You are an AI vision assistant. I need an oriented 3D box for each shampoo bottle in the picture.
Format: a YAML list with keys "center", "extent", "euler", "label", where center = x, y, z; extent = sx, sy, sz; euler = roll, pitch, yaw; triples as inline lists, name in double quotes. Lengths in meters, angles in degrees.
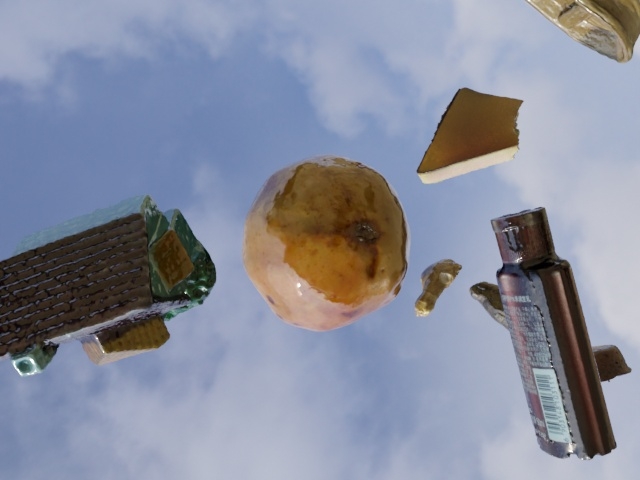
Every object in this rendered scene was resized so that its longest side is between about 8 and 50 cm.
- center: [0.300, 0.119, 0.984]
  extent: [0.084, 0.129, 0.323]
  euler: [-15, -89, -17]
  label: "shampoo bottle"

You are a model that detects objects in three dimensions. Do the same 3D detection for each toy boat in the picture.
- center: [0.351, -0.314, 0.979]
  extent: [0.188, 0.061, 0.116]
  euler: [37, -178, -6]
  label: "toy boat"

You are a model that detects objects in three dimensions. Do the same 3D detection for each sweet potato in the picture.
- center: [0.387, 0.175, 1.342]
  extent: [0.112, 0.085, 0.286]
  euler: [-41, -100, -10]
  label: "sweet potato"

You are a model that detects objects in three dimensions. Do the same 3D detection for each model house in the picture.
- center: [-0.320, 0.100, 1.110]
  extent: [0.249, 0.280, 0.230]
  euler: [-94, -18, -58]
  label: "model house"

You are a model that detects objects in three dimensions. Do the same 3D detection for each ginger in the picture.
- center: [0.258, 0.105, 1.729]
  extent: [0.165, 0.096, 0.067]
  euler: [-49, -66, -18]
  label: "ginger"

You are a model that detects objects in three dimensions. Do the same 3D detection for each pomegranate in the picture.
- center: [0.000, 0.000, 1.608]
  extent: [0.410, 0.410, 0.410]
  euler: [19, -127, -27]
  label: "pomegranate"

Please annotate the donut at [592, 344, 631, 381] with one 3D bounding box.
- center: [0.593, 0.284, 1.660]
  extent: [0.166, 0.184, 0.073]
  euler: [-5, -104, -66]
  label: "donut"

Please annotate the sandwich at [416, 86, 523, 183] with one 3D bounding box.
- center: [0.286, -0.175, 1.348]
  extent: [0.193, 0.162, 0.058]
  euler: [-61, -35, -11]
  label: "sandwich"
